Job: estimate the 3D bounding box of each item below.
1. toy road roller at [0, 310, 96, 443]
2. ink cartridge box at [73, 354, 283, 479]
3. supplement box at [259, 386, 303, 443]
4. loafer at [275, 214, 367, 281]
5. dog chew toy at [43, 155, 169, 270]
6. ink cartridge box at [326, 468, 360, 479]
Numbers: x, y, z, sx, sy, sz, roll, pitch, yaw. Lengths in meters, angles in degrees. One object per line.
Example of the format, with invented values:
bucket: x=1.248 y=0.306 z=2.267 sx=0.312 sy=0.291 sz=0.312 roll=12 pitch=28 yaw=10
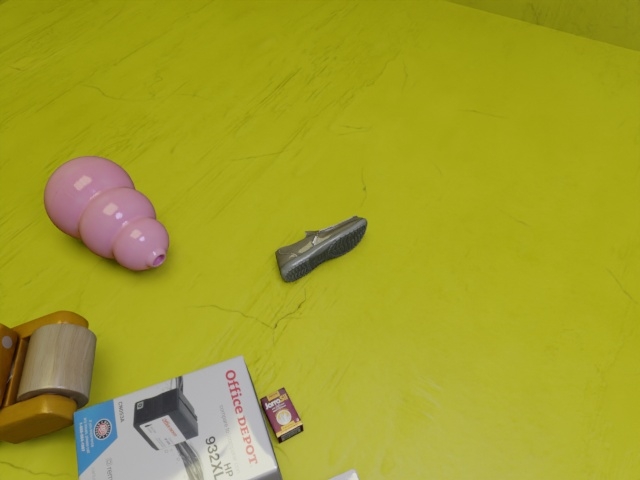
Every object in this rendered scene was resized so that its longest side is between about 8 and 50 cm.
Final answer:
toy road roller: x=-0.601 y=0.234 z=0.895 sx=0.330 sy=0.240 sz=0.202 roll=-18 pitch=52 yaw=9
ink cartridge box: x=-0.245 y=0.368 z=0.885 sx=0.308 sy=0.129 sz=0.223 roll=-17 pitch=53 yaw=-12
supplement box: x=-0.074 y=0.334 z=0.964 sx=0.055 sy=0.043 sz=0.083 roll=-24 pitch=55 yaw=-16
loafer: x=0.000 y=0.000 z=1.194 sx=0.251 sy=0.094 sz=0.087 roll=-28 pitch=61 yaw=-19
dog chew toy: x=-0.488 y=-0.052 z=1.186 sx=0.332 sy=0.206 sz=0.207 roll=38 pitch=61 yaw=18
ink cartridge box: x=0.050 y=0.486 z=0.824 sx=0.104 sy=0.060 sz=0.180 roll=-22 pitch=54 yaw=-5
